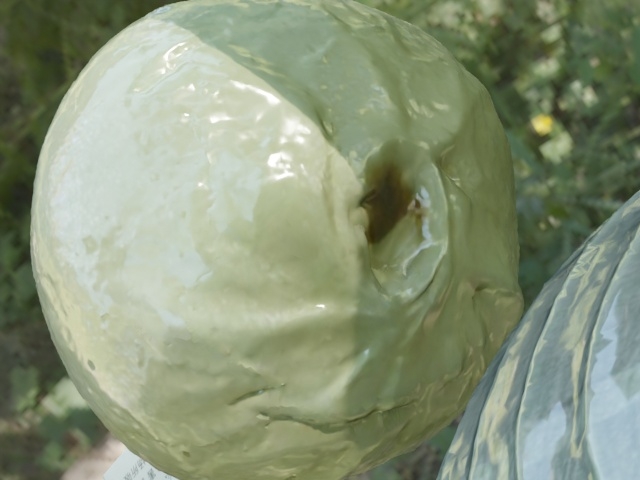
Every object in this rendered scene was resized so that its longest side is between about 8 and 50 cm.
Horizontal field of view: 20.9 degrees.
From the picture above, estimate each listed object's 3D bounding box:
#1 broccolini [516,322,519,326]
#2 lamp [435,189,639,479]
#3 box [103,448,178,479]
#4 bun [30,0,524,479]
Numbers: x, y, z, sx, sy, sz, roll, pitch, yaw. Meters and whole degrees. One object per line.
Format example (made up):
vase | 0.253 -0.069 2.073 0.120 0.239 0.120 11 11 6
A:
broccolini | 0.180 0.079 1.666 0.030 0.140 0.035 -62 38 42
lamp | 0.147 0.082 0.376 0.265 0.233 0.233 -27 34 -31
box | -0.106 0.263 1.526 0.139 0.035 0.245 -48 51 27
bun | 0.000 -0.002 1.153 0.202 0.364 0.364 -3 51 54
